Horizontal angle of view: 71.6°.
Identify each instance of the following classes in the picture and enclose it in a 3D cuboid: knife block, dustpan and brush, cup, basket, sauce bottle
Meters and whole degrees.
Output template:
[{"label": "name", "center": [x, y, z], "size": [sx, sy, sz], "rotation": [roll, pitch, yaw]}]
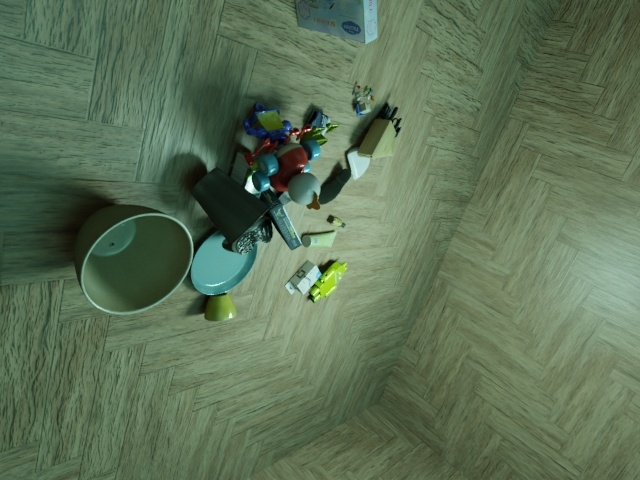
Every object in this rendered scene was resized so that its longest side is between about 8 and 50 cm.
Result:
[{"label": "knife block", "center": [0.285, -0.518, 2.085], "size": [0.276, 0.088, 0.242], "rotation": [-22, 119, -49]}, {"label": "dustpan and brush", "center": [0.209, -0.406, 2.154], "size": [0.211, 0.060, 0.147], "rotation": [-34, 127, -20]}, {"label": "cup", "center": [-0.593, 0.020, 1.340], "size": [0.331, 0.237, 0.331], "rotation": [-31, 138, -33]}, {"label": "basket", "center": [-0.323, -0.131, 1.541], "size": [0.204, 0.227, 0.154], "rotation": [-39, -169, 21]}, {"label": "sauce bottle", "center": [0.086, -0.091, 2.254], "size": [0.128, 0.042, 0.042], "rotation": [17, 103, -56]}]

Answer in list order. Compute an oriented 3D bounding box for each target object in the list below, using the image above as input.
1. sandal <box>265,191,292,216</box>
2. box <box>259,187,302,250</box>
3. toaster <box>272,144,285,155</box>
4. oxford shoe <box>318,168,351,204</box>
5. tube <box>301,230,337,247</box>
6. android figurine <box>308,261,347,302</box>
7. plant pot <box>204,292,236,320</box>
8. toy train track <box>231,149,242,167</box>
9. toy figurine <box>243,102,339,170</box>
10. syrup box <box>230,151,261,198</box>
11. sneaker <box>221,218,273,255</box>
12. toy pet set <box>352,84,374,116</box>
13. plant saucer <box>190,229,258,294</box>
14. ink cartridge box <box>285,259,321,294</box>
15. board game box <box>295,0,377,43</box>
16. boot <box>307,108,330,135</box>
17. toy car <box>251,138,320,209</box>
[{"label": "sandal", "center": [-0.174, -0.173, 1.882], "size": [0.179, 0.040, 0.067], "rotation": [-39, 138, 0]}, {"label": "box", "center": [-0.168, -0.093, 1.786], "size": [0.059, 0.183, 0.232], "rotation": [-31, 131, -7]}, {"label": "toaster", "center": [-0.140, -0.293, 1.759], "size": [0.186, 0.110, 0.168], "rotation": [6, 111, -52]}, {"label": "oxford shoe", "center": [0.063, -0.246, 2.086], "size": [0.212, 0.076, 0.076], "rotation": [-44, -176, -2]}, {"label": "tube", "center": [0.000, 0.000, 2.212], "size": [0.070, 0.062, 0.240], "rotation": [-28, 167, 34]}, {"label": "android figurine", "center": [0.046, 0.220, 2.404], "size": [0.273, 0.056, 0.248], "rotation": [-42, 157, -19]}, {"label": "plant pot", "center": [-0.422, 0.271, 1.858], "size": [0.134, 0.134, 0.095], "rotation": [-12, 104, -46]}, {"label": "toy train track", "center": [-0.307, -0.297, 1.633], "size": [0.048, 0.014, 0.083], "rotation": [-4, 124, -54]}, {"label": "toy figurine", "center": [-0.142, -0.417, 1.574], "size": [0.363, 0.217, 0.191], "rotation": [-24, 168, -36]}, {"label": "syrup box", "center": [-0.280, -0.202, 1.656], "size": [0.093, 0.096, 0.236], "rotation": [-7, 125, -50]}, {"label": "sneaker", "center": [-0.280, -0.023, 1.751], "size": [0.271, 0.108, 0.100], "rotation": [-32, 122, -55]}, {"label": "toy pet set", "center": [0.183, -0.614, 1.966], "size": [0.122, 0.065, 0.114], "rotation": [-7, 87, -51]}, {"label": "plant saucer", "center": [-0.392, 0.074, 1.798], "size": [0.318, 0.044, 0.317], "rotation": [-30, 138, -32]}, {"label": "ink cartridge box", "center": [-0.086, 0.202, 2.255], "size": [0.180, 0.060, 0.104], "rotation": [-47, 145, -14]}, {"label": "board game box", "center": [0.035, -0.813, 1.385], "size": [0.066, 0.319, 0.317], "rotation": [-38, 142, -27]}, {"label": "boot", "center": [-0.034, -0.440, 1.822], "size": [0.086, 0.069, 0.189], "rotation": [20, 92, -48]}, {"label": "toy car", "center": [-0.080, -0.193, 1.536], "size": [0.219, 0.237, 0.210], "rotation": [-25, 168, -30]}]
